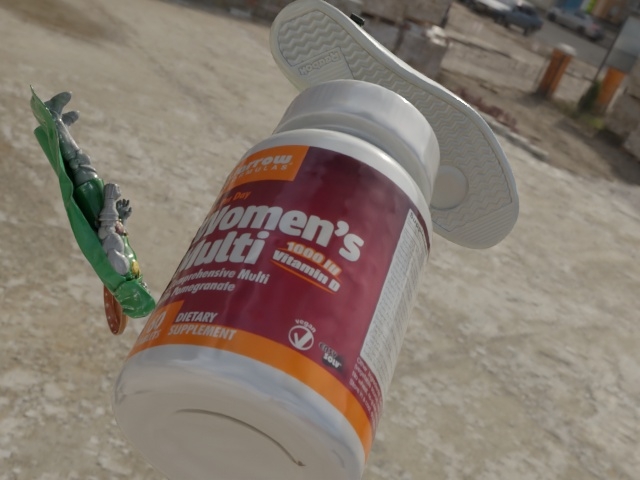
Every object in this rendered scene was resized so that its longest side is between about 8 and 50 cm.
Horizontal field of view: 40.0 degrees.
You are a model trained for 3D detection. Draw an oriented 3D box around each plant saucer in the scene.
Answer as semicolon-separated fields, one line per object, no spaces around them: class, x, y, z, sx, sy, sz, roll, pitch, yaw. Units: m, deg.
plant saucer;-0.243;0.071;1.052;0.013;0.083;0.083;-5;33;-27

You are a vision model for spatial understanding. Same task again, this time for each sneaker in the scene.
sneaker;0.068;-0.105;0.757;0.256;0.094;0.151;45;9;-5

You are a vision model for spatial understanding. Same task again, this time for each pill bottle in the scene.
pill bottle;-0.009;0.019;0.461;0.121;0.121;0.221;23;50;-1

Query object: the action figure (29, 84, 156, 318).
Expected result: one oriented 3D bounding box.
action figure;-0.218;-0.029;0.861;0.137;0.063;0.232;109;-43;-77
